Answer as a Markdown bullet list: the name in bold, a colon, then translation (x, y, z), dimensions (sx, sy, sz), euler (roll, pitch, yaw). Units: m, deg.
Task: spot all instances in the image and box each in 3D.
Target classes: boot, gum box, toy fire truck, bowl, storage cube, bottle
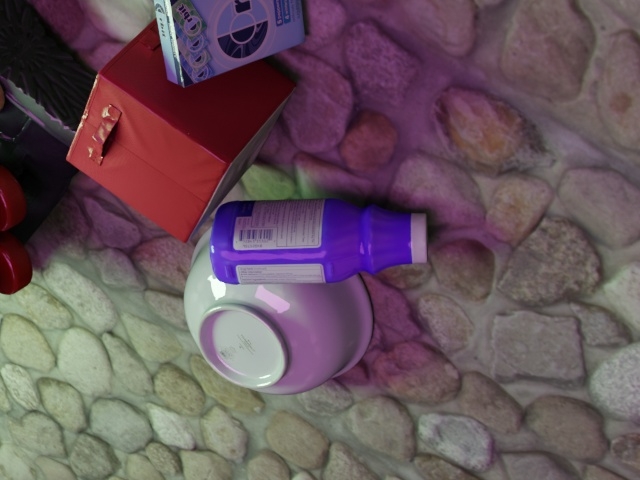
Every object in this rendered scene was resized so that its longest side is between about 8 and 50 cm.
- **boot**: translation (-0.535, -0.162, 1.709), dimensions (0.367, 0.146, 0.445), euler (47, 134, -4)
- **gum box**: translation (-0.108, -0.286, 1.362), dimensions (0.041, 0.184, 0.157), euler (29, 136, 44)
- **toy fire truck**: translation (-0.562, -0.023, 1.636), dimensions (0.254, 0.169, 0.302), euler (29, 134, 24)
- **bowl**: translation (-0.085, 0.117, 1.646), dimensions (0.297, 0.134, 0.298), euler (13, 125, 20)
- **storage cube**: translation (-0.176, -0.153, 1.466), dimensions (0.193, 0.215, 0.184), euler (36, 138, 0)
- **bottle**: translation (0.000, 0.000, 1.512), dimensions (0.282, 0.118, 0.092), euler (-2, 132, 7)

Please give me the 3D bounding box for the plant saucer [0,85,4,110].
- **plant saucer**: translation (-0.465, -0.198, 1.536), dimensions (0.083, 0.015, 0.083), euler (10, 130, 12)
